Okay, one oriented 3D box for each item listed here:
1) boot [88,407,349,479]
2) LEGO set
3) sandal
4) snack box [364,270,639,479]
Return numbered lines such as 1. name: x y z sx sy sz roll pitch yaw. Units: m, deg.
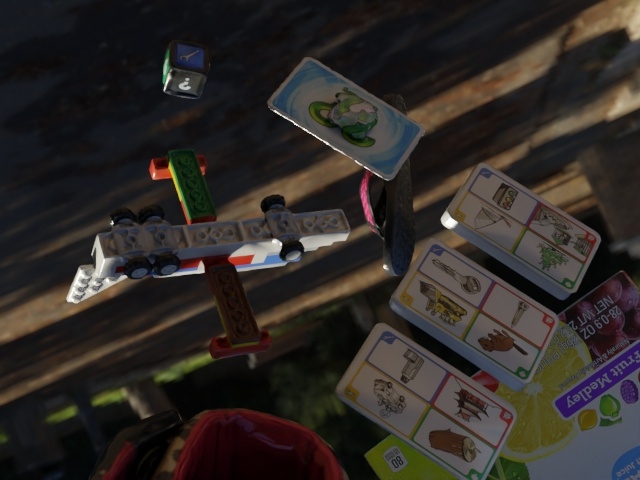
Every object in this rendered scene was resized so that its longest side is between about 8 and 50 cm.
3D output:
1. boot: -0.057 0.194 0.514 0.377 0.138 0.284 -57 169 -63
2. LEGO set: 0.000 0.000 0.613 0.182 0.244 0.060 -55 175 -41
3. sandal: 0.058 -0.048 1.109 0.040 0.179 0.067 -7 155 15
4. snack box: 0.155 0.149 0.662 0.174 0.207 0.070 -38 169 9
